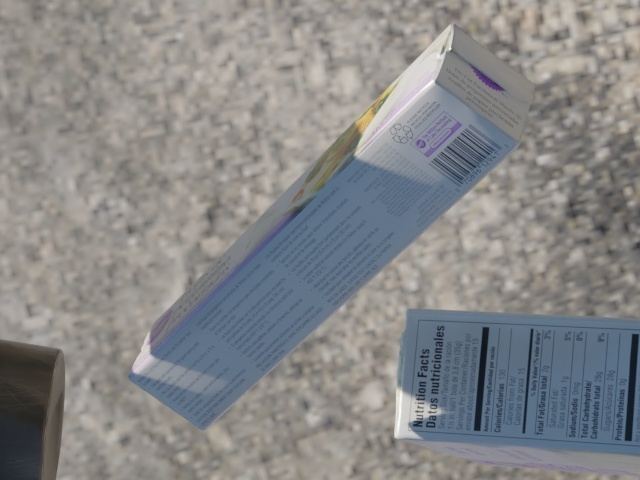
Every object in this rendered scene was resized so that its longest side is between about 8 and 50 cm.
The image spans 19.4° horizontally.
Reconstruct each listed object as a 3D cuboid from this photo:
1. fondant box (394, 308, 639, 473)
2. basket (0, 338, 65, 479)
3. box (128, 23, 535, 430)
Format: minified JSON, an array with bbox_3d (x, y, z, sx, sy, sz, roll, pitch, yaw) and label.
[{"bbox_3d":[0.245,0.116,1.311,0.330,0.238,0.096,3,80,21],"label":"fondant box"},{"bbox_3d":[-0.312,0.134,1.406,0.204,0.227,0.154,97,177,-63],"label":"basket"},{"bbox_3d":[0.000,0.000,1.122,0.067,0.063,0.324,36,129,-12],"label":"box"}]
